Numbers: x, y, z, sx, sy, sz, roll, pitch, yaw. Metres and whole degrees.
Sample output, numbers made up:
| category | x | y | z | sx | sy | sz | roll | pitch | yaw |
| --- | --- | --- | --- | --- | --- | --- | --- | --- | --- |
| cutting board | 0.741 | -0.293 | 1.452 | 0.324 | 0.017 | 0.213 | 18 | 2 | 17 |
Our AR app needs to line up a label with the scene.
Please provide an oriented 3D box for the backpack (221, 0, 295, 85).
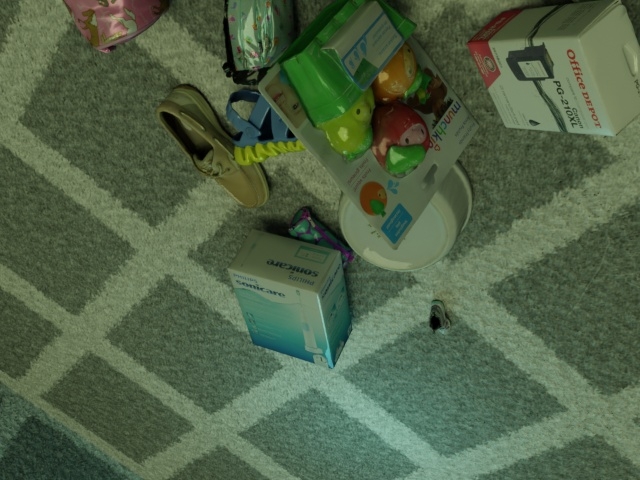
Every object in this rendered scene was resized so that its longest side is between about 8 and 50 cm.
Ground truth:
| category | x | y | z | sx | sy | sz | roll | pitch | yaw |
| --- | --- | --- | --- | --- | --- | --- | --- | --- | --- |
| backpack | -0.106 | -0.375 | 1.275 | 0.115 | 0.152 | 0.182 | 3 | 117 | 11 |

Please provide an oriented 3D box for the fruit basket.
| category | x | y | z | sx | sy | sz | roll | pitch | yaw |
| --- | --- | --- | --- | --- | --- | --- | --- | --- | --- |
| fruit basket | 0.104 | -0.219 | 1.196 | 0.353 | 0.327 | 0.165 | 46 | 151 | -16 |

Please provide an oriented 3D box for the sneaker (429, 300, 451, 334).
| category | x | y | z | sx | sy | sz | roll | pitch | yaw |
| --- | --- | --- | --- | --- | --- | --- | --- | --- | --- |
| sneaker | 0.264 | 0.192 | 1.645 | 0.038 | 0.069 | 0.098 | -9 | 124 | 27 |

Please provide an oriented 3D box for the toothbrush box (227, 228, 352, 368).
| category | x | y | z | sx | sy | sz | roll | pitch | yaw |
| --- | --- | --- | --- | --- | --- | --- | --- | --- | --- |
| toothbrush box | -0.060 | 0.134 | 1.633 | 0.216 | 0.126 | 0.295 | 13 | 143 | 21 |

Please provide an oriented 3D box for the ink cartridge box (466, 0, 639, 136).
| category | x | y | z | sx | sy | sz | roll | pitch | yaw |
| --- | --- | --- | --- | --- | --- | --- | --- | --- | --- |
| ink cartridge box | 0.365 | -0.262 | 1.125 | 0.172 | 0.100 | 0.237 | 56 | 163 | -26 |

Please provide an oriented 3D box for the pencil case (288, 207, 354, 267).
| category | x | y | z | sx | sy | sz | roll | pitch | yaw |
| --- | --- | --- | --- | --- | --- | --- | --- | --- | --- |
| pencil case | 0.000 | 0.000 | 1.587 | 0.152 | 0.064 | 0.070 | 41 | 147 | -15 |

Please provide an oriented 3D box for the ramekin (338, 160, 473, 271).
| category | x | y | z | sx | sy | sz | roll | pitch | yaw |
| --- | --- | --- | --- | --- | --- | --- | --- | --- | --- |
| ramekin | 0.158 | -0.058 | 1.436 | 0.273 | 0.127 | 0.273 | 11 | 132 | 12 |

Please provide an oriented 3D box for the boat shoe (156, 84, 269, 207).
| category | x | y | z | sx | sy | sz | roll | pitch | yaw |
| --- | --- | --- | --- | --- | --- | --- | --- | --- | --- |
| boat shoe | -0.222 | -0.172 | 1.501 | 0.109 | 0.098 | 0.302 | -18 | 120 | 35 |

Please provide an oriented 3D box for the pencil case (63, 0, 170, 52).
| category | x | y | z | sx | sy | sz | roll | pitch | yaw |
| --- | --- | --- | --- | --- | --- | --- | --- | --- | --- |
| pencil case | -0.420 | -0.517 | 1.251 | 0.167 | 0.160 | 0.386 | 2 | 132 | 45 |

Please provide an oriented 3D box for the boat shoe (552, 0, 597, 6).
| category | x | y | z | sx | sy | sz | roll | pitch | yaw |
| --- | --- | --- | --- | --- | --- | --- | --- | --- | --- |
| boat shoe | 0.412 | -0.351 | 1.137 | 0.081 | 0.069 | 0.227 | -38 | 126 | -7 |

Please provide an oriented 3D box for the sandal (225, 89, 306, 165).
| category | x | y | z | sx | sy | sz | roll | pitch | yaw |
| --- | --- | --- | --- | --- | --- | --- | --- | --- | --- |
| sandal | -0.066 | -0.238 | 1.366 | 0.317 | 0.126 | 0.138 | -12 | 116 | 35 |
